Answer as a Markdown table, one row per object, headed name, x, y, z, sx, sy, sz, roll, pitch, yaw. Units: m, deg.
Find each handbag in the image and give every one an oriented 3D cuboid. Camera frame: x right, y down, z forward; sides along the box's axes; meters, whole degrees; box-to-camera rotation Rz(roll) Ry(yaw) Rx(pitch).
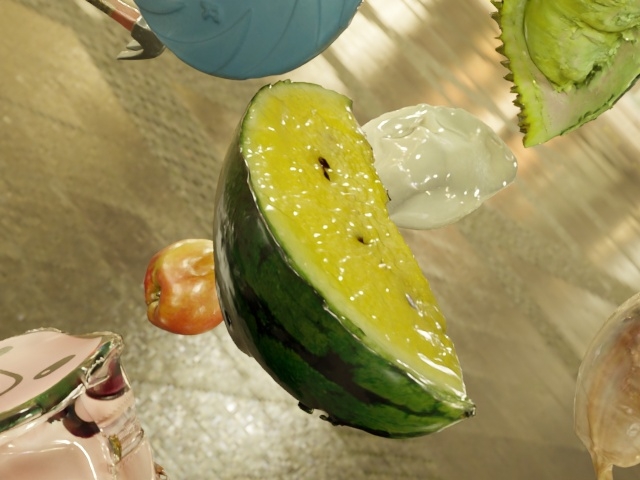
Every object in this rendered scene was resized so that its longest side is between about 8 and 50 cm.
| name | x | y | z | sx | sy | sz | roll | pitch | yaw |
| --- | --- | --- | --- | --- | --- | --- | --- | --- | --- |
| handbag | -0.199 | 0.141 | 0.804 | 0.179 | 0.205 | 0.116 | -28 | 105 | -34 |

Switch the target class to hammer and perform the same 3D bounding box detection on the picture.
| name | x | y | z | sx | sy | sz | roll | pitch | yaw |
| --- | --- | --- | --- | --- | --- | --- | --- | --- | --- |
| hammer | -0.278 | -0.285 | 1.280 | 0.288 | 0.111 | 0.033 | 34 | 57 | -4 |

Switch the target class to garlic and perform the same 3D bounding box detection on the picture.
| name | x | y | z | sx | sy | sz | roll | pitch | yaw |
| --- | --- | --- | --- | --- | --- | --- | --- | --- | --- |
| garlic | 0.248 | 0.107 | 0.877 | 0.128 | 0.198 | 0.090 | 55 | 16 | 27 |

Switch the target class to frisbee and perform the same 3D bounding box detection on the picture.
| name | x | y | z | sx | sy | sz | roll | pitch | yaw |
| --- | --- | --- | --- | --- | --- | --- | --- | --- | --- |
| frisbee | -0.071 | -0.272 | 0.972 | 0.289 | 0.289 | 0.049 | 52 | 32 | 18 |

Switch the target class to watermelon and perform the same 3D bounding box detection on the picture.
| name | x | y | z | sx | sy | sz | roll | pitch | yaw |
| --- | --- | --- | --- | --- | --- | --- | --- | --- | --- |
| watermelon | 0.000 | 0.000 | 0.734 | 0.129 | 0.123 | 0.301 | -4 | 42 | -15 |

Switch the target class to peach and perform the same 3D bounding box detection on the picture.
| name | x | y | z | sx | sy | sz | roll | pitch | yaw |
| --- | --- | --- | --- | --- | --- | --- | --- | --- | --- |
| peach | -0.124 | 0.045 | 1.207 | 0.101 | 0.101 | 0.100 | 43 | 16 | -15 |

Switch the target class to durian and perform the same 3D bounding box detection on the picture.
| name | x | y | z | sx | sy | sz | roll | pitch | yaw |
| --- | --- | --- | --- | --- | --- | --- | --- | --- | --- |
| durian | 0.264 | -0.222 | 1.025 | 0.158 | 0.352 | 0.169 | -29 | 83 | -34 |

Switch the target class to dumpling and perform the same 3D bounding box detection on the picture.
| name | x | y | z | sx | sy | sz | roll | pitch | yaw |
| --- | --- | --- | --- | --- | --- | --- | --- | --- | --- |
| dumpling | 0.132 | -0.099 | 1.554 | 0.126 | 0.216 | 0.166 | 16 | 55 | -63 |
